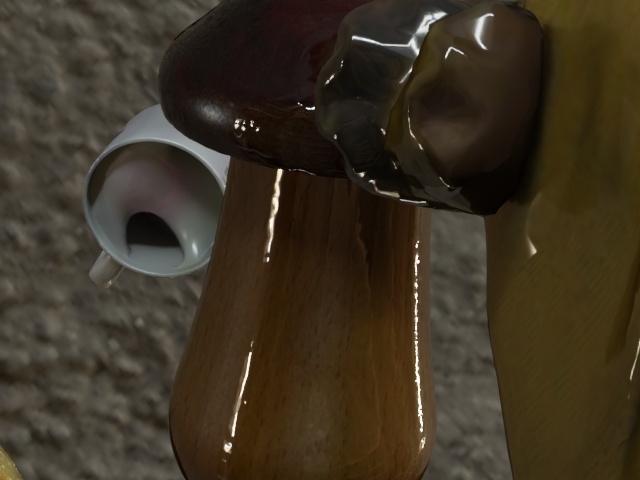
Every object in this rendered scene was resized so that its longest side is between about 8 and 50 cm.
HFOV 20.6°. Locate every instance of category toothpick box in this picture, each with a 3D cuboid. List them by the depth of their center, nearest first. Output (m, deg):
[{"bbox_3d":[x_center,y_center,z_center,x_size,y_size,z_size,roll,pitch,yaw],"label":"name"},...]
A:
[{"bbox_3d":[0.000,0.000,0.960,0.192,0.192,0.294,-6,115,-30],"label":"toothpick box"}]

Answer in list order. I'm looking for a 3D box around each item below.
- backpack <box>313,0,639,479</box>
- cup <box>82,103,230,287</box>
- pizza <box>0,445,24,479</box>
[{"bbox_3d":[0.172,0.026,0.519,0.353,0.201,0.378,0,102,-52],"label":"backpack"},{"bbox_3d":[-0.132,-0.039,1.594,0.134,0.142,0.174,10,117,6],"label":"cup"},{"bbox_3d":[-0.355,0.281,1.582,0.226,0.336,0.086,-14,162,-34],"label":"pizza"}]
